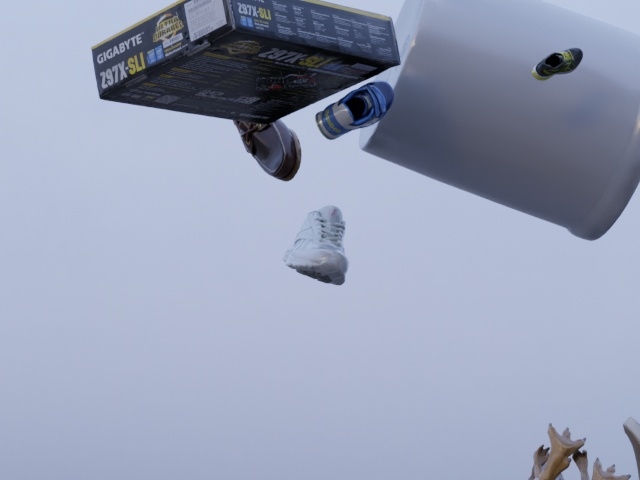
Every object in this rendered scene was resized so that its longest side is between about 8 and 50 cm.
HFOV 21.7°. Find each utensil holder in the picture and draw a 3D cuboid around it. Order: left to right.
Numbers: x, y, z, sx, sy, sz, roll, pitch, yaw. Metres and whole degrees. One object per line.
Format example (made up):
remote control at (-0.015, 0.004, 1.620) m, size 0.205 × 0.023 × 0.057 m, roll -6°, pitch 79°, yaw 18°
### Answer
utensil holder at (0.289, -0.216, 2.525) m, size 0.385 × 0.328 × 0.327 m, roll 20°, pitch -25°, yaw -7°

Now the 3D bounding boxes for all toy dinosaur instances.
toy dinosaur at (0.158, 0.195, 1.140) m, size 0.064 × 0.211 × 0.112 m, roll 25°, pitch -64°, yaw 9°

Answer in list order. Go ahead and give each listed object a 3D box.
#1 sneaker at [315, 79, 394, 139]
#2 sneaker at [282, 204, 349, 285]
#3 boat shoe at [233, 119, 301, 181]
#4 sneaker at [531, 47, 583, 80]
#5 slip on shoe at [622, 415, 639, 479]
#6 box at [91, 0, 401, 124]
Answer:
sneaker at (0.057, -0.177, 2.200) m, size 0.144 × 0.053 × 0.059 m, roll -35°, pitch 2°, yaw -43°
sneaker at (0.000, 0.000, 2.566) m, size 0.090 × 0.115 × 0.232 m, roll 21°, pitch 1°, yaw -14°
boat shoe at (-0.091, -0.161, 2.453) m, size 0.073 × 0.207 × 0.073 m, roll 21°, pitch -67°, yaw -35°
sneaker at (0.326, -0.241, 2.257) m, size 0.083 × 0.031 × 0.035 m, roll -28°, pitch -11°, yaw -25°
slip on shoe at (0.354, 0.250, 1.764) m, size 0.041 × 0.135 × 0.051 m, roll -35°, pitch -10°, yaw 8°
box at (-0.095, -0.239, 2.179) m, size 0.257 × 0.079 × 0.322 m, roll -23°, pitch -18°, yaw 39°
